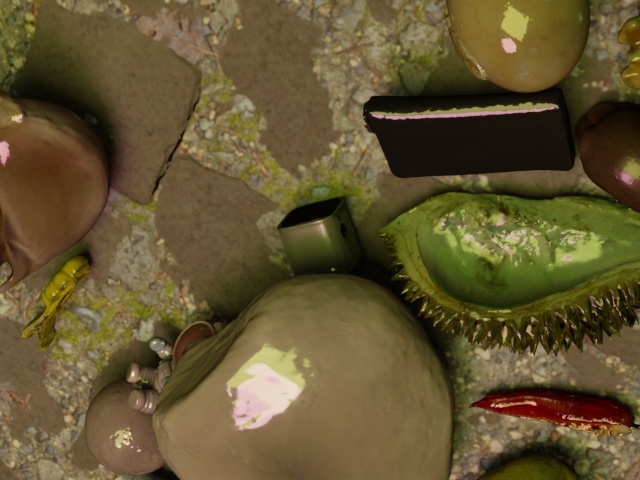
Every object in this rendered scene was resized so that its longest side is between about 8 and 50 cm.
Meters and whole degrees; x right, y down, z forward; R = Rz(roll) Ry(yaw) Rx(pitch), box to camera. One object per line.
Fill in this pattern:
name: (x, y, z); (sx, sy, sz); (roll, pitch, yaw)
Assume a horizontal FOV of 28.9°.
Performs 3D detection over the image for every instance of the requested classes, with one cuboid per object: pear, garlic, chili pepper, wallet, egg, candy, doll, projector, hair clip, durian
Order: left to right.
garlic: (-0.414, -0.034, 1.658); (0.231, 0.246, 0.340); (17, 101, -3)
hair clip: (-0.377, 0.081, 1.792); (0.046, 0.072, 0.173); (33, 127, -2)
doll: (-0.209, 0.216, 1.760); (0.287, 0.151, 0.151); (-42, 96, 21)
candy: (0.000, 0.249, 1.620); (0.386, 0.186, 0.427); (-32, 127, 18)
projector: (0.000, 0.000, 1.624); (0.083, 0.083, 0.082); (-13, 108, 21)
wallet: (0.180, -0.128, 1.507); (0.250, 0.044, 0.149); (-2, 147, 19)
egg: (0.219, -0.265, 1.399); (0.164, 0.164, 0.201); (-16, 92, 23)
pear: (0.272, 0.391, 1.663); (0.187, 0.187, 0.219); (39, 97, -2)
durian: (0.271, 0.044, 1.571); (0.394, 0.163, 0.198); (-3, 73, 14)
chili pepper: (0.332, 0.227, 1.642); (0.268, 0.059, 0.050); (8, 76, 17)

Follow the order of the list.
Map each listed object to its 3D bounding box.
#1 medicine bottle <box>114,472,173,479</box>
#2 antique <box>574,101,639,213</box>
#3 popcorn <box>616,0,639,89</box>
medicine bottle: (-0.213, 0.412, 1.865); (0.217, 0.090, 0.090); (36, 118, 1)
antique: (0.411, -0.058, 1.433); (0.257, 0.143, 0.121); (41, 105, -3)
popcorn: (0.415, -0.217, 1.351); (0.187, 0.185, 0.167); (-6, 93, 29)
